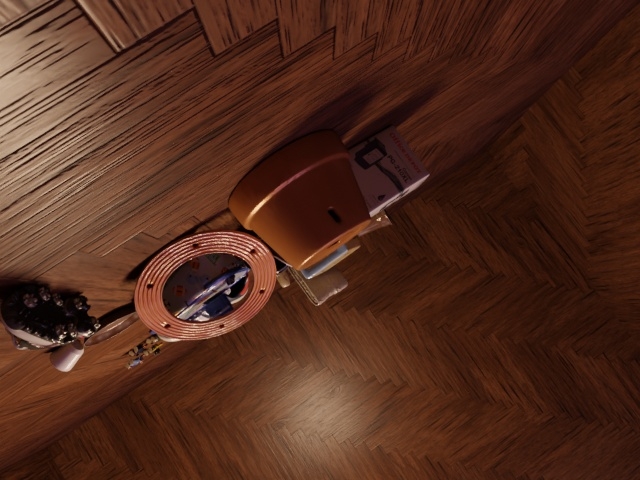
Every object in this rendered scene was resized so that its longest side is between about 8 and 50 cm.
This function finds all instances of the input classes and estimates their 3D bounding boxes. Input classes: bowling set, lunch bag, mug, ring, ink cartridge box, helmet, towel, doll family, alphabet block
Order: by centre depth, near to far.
[{"bbox_3d":[-0.267,0.109,1.084,0.337,0.032,0.336,-15,132,-18],"label":"ring"},{"bbox_3d":[-0.640,0.282,1.152,0.064,0.078,0.062,-44,139,5],"label":"mug"},{"bbox_3d":[0.139,-0.170,1.200,0.237,0.172,0.100,-33,172,-17],"label":"ink cartridge box"},{"bbox_3d":[-0.120,0.013,1.227,0.162,0.169,0.169,-26,176,19],"label":"helmet"},{"bbox_3d":[-0.334,0.124,1.244,0.303,0.115,0.243,-35,175,12],"label":"lunch bag"},{"bbox_3d":[-0.279,0.193,1.261,0.067,0.065,0.098,-36,-179,-8],"label":"lunch bag"},{"bbox_3d":[0.000,0.000,1.612,0.192,0.193,0.197,-35,173,18],"label":"alphabet block"},{"bbox_3d":[-0.031,0.097,1.738,0.187,0.282,0.049,-27,165,-41],"label":"towel"},{"bbox_3d":[-0.712,0.451,1.843,0.193,0.076,0.111,-29,177,-3],"label":"doll family"},{"bbox_3d":[-0.144,0.084,1.854,0.200,0.154,0.287,-16,-172,41],"label":"bowling set"}]

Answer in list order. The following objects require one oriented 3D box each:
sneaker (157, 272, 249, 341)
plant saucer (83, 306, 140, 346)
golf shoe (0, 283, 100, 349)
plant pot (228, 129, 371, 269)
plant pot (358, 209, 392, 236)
[{"bbox_3d":[-0.377,0.189,1.475,0.350,0.131,0.148,-36,168,-37],"label":"sneaker"},{"bbox_3d":[-0.558,0.226,1.219,0.168,0.029,0.168,-33,173,-5],"label":"plant saucer"},{"bbox_3d":[-0.487,0.153,0.785,0.120,0.105,0.273,-26,171,-12],"label":"golf shoe"},{"bbox_3d":[-0.026,-0.069,0.997,0.291,0.203,0.291,-33,173,-5],"label":"plant pot"},{"bbox_3d":[0.220,-0.107,2.079,0.165,0.167,0.167,-29,174,12],"label":"plant pot"}]
